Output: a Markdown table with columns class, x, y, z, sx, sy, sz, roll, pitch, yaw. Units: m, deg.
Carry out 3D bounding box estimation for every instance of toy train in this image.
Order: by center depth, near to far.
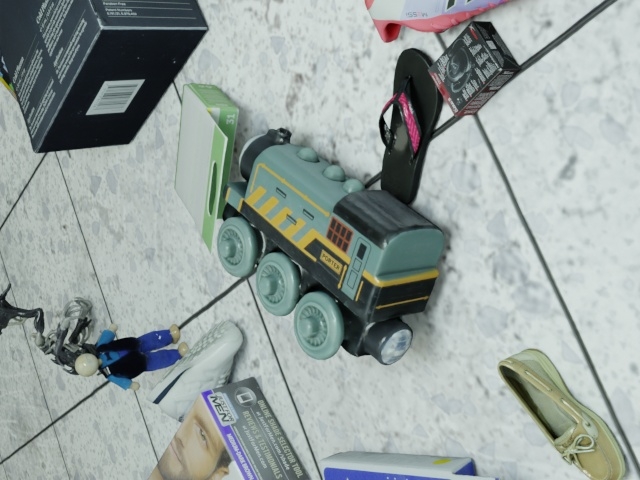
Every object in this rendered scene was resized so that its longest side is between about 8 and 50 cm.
| class | x | y | z | sx | sy | sz | roll | pitch | yaw |
| --- | --- | --- | --- | --- | --- | --- | --- | --- | --- |
| toy train | 0.000 | 0.000 | 0.966 | 0.334 | 0.142 | 0.190 | 40 | 122 | 40 |

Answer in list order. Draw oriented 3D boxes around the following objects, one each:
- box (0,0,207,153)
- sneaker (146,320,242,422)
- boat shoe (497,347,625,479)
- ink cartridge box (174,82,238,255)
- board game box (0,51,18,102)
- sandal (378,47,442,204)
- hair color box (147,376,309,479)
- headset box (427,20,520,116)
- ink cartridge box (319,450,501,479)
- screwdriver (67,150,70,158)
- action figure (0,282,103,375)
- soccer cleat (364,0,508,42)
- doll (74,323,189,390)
| class | x | y | z | sx | sy | sz | roll | pitch | yaw |
| --- | --- | --- | --- | --- | --- | --- | --- | --- | --- |
| box | -0.372 | -0.362 | 1.291 | 0.343 | 0.179 | 0.312 | -38 | 71 | 48 |
| sneaker | -0.181 | 0.213 | 1.291 | 0.095 | 0.090 | 0.235 | 44 | 128 | -3 |
| boat shoe | 0.232 | 0.175 | 0.795 | 0.153 | 0.048 | 0.056 | 58 | 137 | 23 |
| ink cartridge box | -0.149 | -0.104 | 1.133 | 0.235 | 0.056 | 0.171 | -132 | 46 | -54 |
| board game box | -0.633 | -0.381 | 1.706 | 0.170 | 0.048 | 0.141 | 43 | 131 | 36 |
| sandal | 0.091 | -0.121 | 0.898 | 0.067 | 0.040 | 0.179 | 31 | 122 | 44 |
| hair color box | -0.163 | 0.388 | 1.284 | 0.185 | 0.110 | 0.339 | 57 | 135 | 26 |
| headset box | 0.151 | -0.170 | 0.820 | 0.083 | 0.032 | 0.062 | -48 | 62 | 46 |
| ink cartridge box | 0.141 | 0.405 | 0.952 | 0.307 | 0.072 | 0.303 | -13 | 87 | 50 |
| screwdriver | -0.537 | -0.243 | 1.647 | 0.025 | 0.024 | 0.169 | -18 | 87 | 21 |
| action figure | -0.508 | 0.176 | 1.604 | 0.141 | 0.276 | 0.164 | -63 | 13 | -9 |
| soccer cleat | 0.136 | -0.247 | 0.791 | 0.248 | 0.083 | 0.095 | 11 | 123 | 49 |
| doll | -0.319 | 0.189 | 1.355 | 0.129 | 0.189 | 0.046 | 58 | 137 | 23 |
